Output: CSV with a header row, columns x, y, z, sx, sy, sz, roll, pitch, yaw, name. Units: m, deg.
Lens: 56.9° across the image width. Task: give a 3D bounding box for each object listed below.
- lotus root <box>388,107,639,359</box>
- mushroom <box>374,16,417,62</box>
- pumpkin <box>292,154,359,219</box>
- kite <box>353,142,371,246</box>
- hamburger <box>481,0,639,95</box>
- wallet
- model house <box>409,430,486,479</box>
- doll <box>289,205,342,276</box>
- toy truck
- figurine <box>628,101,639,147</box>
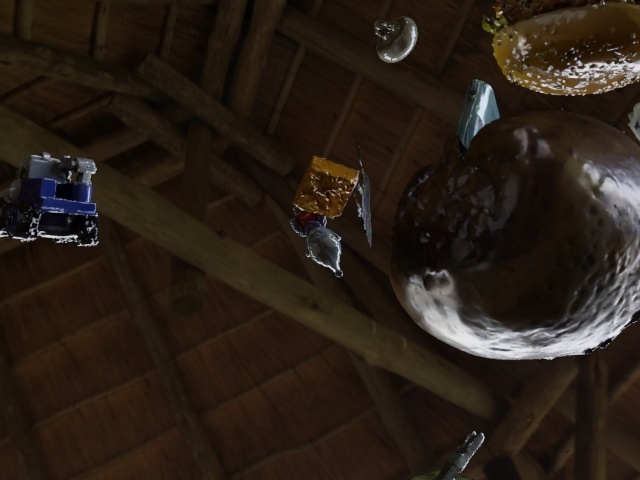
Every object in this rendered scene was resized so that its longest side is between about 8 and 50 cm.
x,y,z,sx,sy,sz,roll,pitch,yaw,name
0.184,-0.014,0.584,0.192,0.272,0.272,12,-58,-39,lotus root
0.124,-0.359,1.036,0.079,0.085,0.085,26,-65,-30,mushroom
0.008,-0.075,0.851,0.074,0.053,0.083,19,-54,-11,pumpkin
0.080,-0.092,1.142,0.015,0.152,0.285,-3,-16,8,kite
0.276,-0.221,0.631,0.182,0.191,0.117,10,-88,26,hamburger
0.345,-0.212,1.322,0.075,0.250,0.176,1,-35,31,wallet
0.319,0.569,1.274,0.279,0.205,0.218,-38,-71,-35,model house
0.000,0.000,1.568,0.102,0.075,0.227,-26,-79,6,doll
-0.524,-0.082,1.133,0.161,0.213,0.176,6,-89,-49,toy truck
0.593,-0.216,1.025,0.133,0.132,0.153,2,-70,-12,figurine
